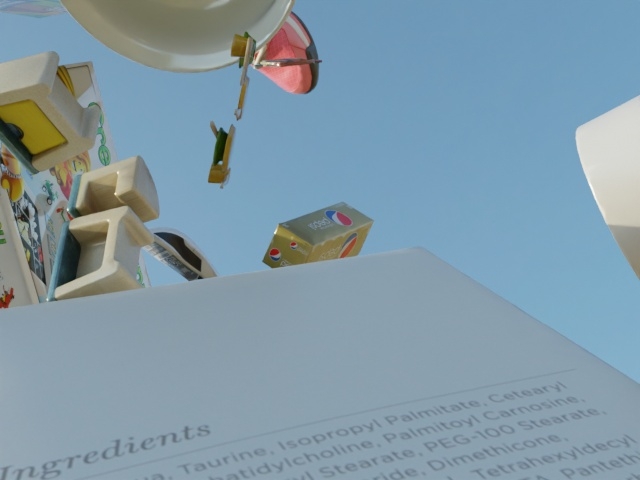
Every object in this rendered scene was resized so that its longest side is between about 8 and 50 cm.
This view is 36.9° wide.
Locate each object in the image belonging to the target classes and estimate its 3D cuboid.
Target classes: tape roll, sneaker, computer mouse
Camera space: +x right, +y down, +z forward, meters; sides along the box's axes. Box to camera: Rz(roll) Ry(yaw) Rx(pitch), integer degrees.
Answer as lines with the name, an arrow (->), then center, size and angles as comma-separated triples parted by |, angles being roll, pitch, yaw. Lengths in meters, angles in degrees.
tape roll -> 0.461, -0.052, 1.309 | 0.100, 0.286, 0.286 | -29, -42, 26
sneaker -> -0.138, -0.324, 1.466 | 0.136, 0.314, 0.116 | -39, -9, -34
computer mouse -> -0.169, 0.033, 1.335 | 0.193, 0.042, 0.106 | 39, -23, -18

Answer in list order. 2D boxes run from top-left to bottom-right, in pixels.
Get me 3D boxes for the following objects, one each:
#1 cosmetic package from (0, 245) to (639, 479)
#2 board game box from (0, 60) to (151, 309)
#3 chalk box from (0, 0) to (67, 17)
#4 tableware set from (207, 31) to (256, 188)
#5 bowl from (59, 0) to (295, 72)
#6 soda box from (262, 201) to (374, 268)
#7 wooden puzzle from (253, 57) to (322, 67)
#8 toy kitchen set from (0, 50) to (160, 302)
cosmetic package -> -0.001, 0.230, 0.455 | 0.327, 0.393, 0.329 | -9, -68, -23
board game box -> -0.259, -0.015, 0.947 | 0.053, 0.193, 0.305 | -8, -78, 23
chalk box -> -0.351, -0.324, 1.036 | 0.132, 0.132, 0.213 | 2, 6, 36
tableware set -> -0.089, -0.129, 0.941 | 0.024, 0.104, 0.154 | 11, -79, -2
bowl -> -0.141, -0.336, 0.996 | 0.297, 0.134, 0.298 | 9, -55, 13
soda box -> 0.000, 0.000, 1.286 | 0.181, 0.058, 0.061 | -23, -39, -59
wooden puzzle -> -0.042, -0.210, 1.131 | 0.083, 0.049, 0.006 | -15, -72, -37
toy kitchen set -> -0.218, -0.003, 0.702 | 0.122, 0.207, 0.166 | -17, -44, 17
